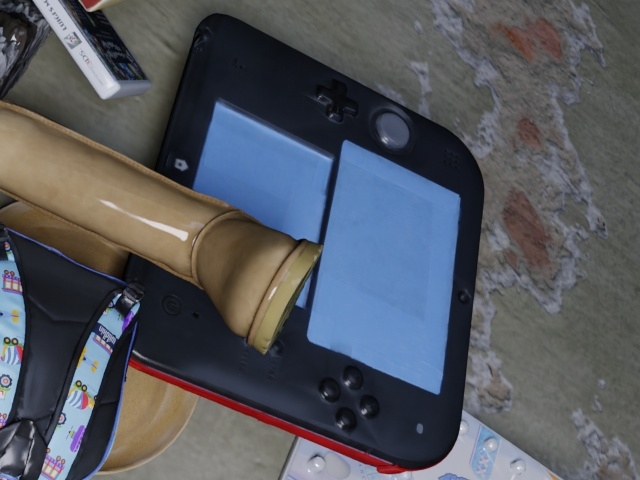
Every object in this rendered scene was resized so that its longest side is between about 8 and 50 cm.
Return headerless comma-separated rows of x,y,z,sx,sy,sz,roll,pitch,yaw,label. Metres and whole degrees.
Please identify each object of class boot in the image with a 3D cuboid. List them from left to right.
-0.141,-0.017,0.894,0.270,0.236,0.089,27,88,-5,boot

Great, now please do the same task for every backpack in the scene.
-0.216,0.094,0.835,0.158,0.117,0.173,28,51,-32,backpack

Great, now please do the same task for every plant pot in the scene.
-0.199,0.077,0.973,0.236,0.032,0.236,22,56,-36,plant pot

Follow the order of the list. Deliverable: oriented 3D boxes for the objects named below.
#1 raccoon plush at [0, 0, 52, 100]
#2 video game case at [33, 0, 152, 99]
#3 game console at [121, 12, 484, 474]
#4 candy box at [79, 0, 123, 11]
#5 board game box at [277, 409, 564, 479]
-0.403,-0.124,0.830,0.299,0.216,0.446,32,17,-10,raccoon plush
-0.215,-0.200,1.033,0.173,0.022,0.190,55,4,-6,video game case
0.000,0.000,1.111,0.342,0.060,0.386,28,53,-24,game console
-0.172,-0.333,1.114,0.183,0.088,0.316,56,24,-7,candy box
0.126,0.323,1.097,0.390,0.050,0.390,36,47,-12,board game box
